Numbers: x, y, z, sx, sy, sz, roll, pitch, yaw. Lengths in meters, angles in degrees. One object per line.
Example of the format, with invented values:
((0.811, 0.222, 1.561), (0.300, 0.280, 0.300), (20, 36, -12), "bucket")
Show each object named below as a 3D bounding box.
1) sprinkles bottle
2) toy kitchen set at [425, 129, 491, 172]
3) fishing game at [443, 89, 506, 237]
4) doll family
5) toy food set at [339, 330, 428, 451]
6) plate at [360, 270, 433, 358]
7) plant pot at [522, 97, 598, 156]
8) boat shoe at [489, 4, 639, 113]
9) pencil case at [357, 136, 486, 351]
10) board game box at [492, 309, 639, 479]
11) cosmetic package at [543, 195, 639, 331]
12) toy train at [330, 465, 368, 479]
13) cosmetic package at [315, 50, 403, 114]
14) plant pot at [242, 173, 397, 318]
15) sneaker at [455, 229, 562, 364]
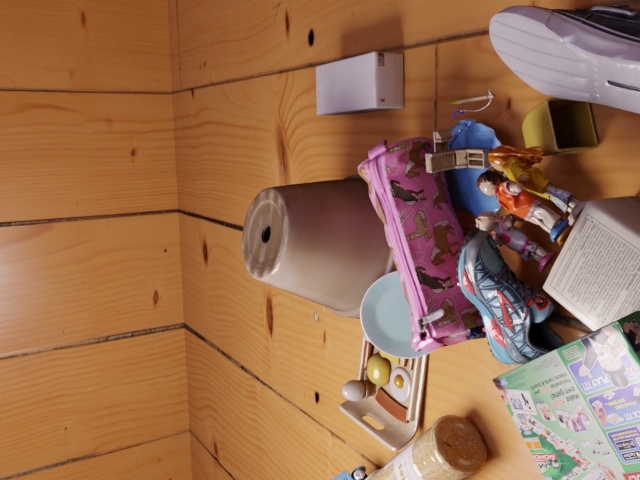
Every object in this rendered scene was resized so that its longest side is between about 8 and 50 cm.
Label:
((0.200, 0.488, 1.299), (0.121, 0.121, 0.355), (64, 143, 29), "sprinkles bottle")
((0.234, -0.155, 1.071), (0.075, 0.083, 0.068), (19, 119, 61), "toy kitchen set")
((0.281, -0.128, 1.130), (0.189, 0.041, 0.264), (2, 103, 66), "fishing game")
((0.313, -0.064, 0.956), (0.163, 0.118, 0.263), (40, 174, 21), "doll family")
((0.127, 0.277, 1.394), (0.220, 0.092, 0.306), (22, 110, 55), "toy food set")
((0.174, 0.146, 1.257), (0.024, 0.188, 0.188), (-71, -17, -76), "plate")
((0.358, -0.167, 0.959), (0.083, 0.081, 0.081), (158, 104, -69), "plant pot")
((0.389, -0.262, 0.861), (0.335, 0.119, 0.121), (39, 161, 40), "boat shoe")
((0.190, 0.004, 1.149), (0.167, 0.160, 0.386), (72, -178, -81), "pencil case")
((0.380, 0.248, 0.868), (0.213, 0.046, 0.317), (64, 157, 17), "board game box")
((0.459, 0.087, 0.805), (0.309, 0.113, 0.160), (50, 136, 42), "cosmetic package")
((0.082, 0.617, 1.500), (0.080, 0.105, 0.184), (48, 157, 44), "toy train")
((0.082, -0.339, 1.374), (0.231, 0.085, 0.117), (12, 106, 56), "cosmetic package")
((0.000, 0.000, 1.327), (0.323, 0.280, 0.323), (-16, 70, 52), "plant pot")
((0.318, 0.089, 1.016), (0.125, 0.104, 0.262), (-5, 122, 49), "sneaker")
